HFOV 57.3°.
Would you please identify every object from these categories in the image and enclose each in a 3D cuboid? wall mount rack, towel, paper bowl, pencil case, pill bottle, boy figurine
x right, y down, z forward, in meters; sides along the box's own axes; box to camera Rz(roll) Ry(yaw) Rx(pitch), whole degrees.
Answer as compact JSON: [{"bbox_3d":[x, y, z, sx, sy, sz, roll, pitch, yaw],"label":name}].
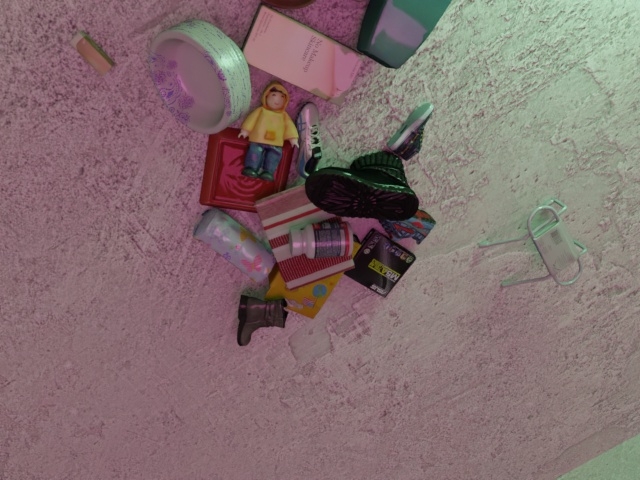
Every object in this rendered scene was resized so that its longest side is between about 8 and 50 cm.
[{"bbox_3d":[0.739,0.031,2.016,0.304,0.130,0.350,-35,116,4],"label":"wall mount rack"},{"bbox_3d":[-0.043,-0.017,1.814,0.237,0.037,0.329,-19,118,-2],"label":"towel"},{"bbox_3d":[-0.302,-0.437,1.546,0.148,0.284,0.284,-44,125,-37],"label":"paper bowl"},{"bbox_3d":[-0.268,0.019,1.837,0.273,0.113,0.124,38,113,-23],"label":"pencil case"},{"bbox_3d":[0.000,0.000,1.750,0.180,0.108,0.108,-4,116,-11],"label":"pill bottle"},{"bbox_3d":[-0.141,-0.313,1.680,0.177,0.092,0.285,15,97,-12],"label":"boy figurine"}]

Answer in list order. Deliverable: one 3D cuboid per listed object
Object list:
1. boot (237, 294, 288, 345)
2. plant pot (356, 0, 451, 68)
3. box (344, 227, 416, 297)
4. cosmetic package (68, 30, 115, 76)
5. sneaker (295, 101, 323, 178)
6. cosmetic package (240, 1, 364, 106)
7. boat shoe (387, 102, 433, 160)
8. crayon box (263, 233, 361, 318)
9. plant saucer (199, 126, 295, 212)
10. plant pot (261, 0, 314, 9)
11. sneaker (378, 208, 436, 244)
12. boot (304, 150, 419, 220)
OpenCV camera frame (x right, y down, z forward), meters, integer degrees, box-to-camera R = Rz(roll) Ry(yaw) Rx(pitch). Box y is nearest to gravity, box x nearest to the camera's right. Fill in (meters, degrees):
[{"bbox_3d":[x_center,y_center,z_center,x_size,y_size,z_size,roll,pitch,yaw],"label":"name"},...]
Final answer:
[{"bbox_3d":[-0.192,0.278,1.946,0.161,0.083,0.246,7,135,-3],"label":"boot"},{"bbox_3d":[0.208,-0.595,1.580,0.165,0.165,0.234,25,102,-20],"label":"plant pot"},{"bbox_3d":[0.197,0.078,1.984,0.191,0.045,0.184,32,104,-21],"label":"box"},{"bbox_3d":[-0.607,-0.498,1.559,0.041,0.060,0.115,-39,117,9],"label":"cosmetic package"},{"bbox_3d":[-0.026,-0.292,1.735,0.085,0.086,0.237,-25,130,-39],"label":"sneaker"},{"bbox_3d":[-0.054,-0.512,1.620,0.309,0.113,0.160,20,110,-17],"label":"cosmetic package"},{"bbox_3d":[0.295,-0.332,1.797,0.083,0.065,0.183,34,111,-25],"label":"boat shoe"},{"bbox_3d":[-0.035,0.086,1.927,0.202,0.081,0.318,26,108,-20],"label":"crayon box"},{"bbox_3d":[-0.223,-0.200,1.777,0.258,0.047,0.259,8,114,-13],"label":"plant saucer"},{"bbox_3d":[-0.097,-0.715,1.487,0.237,0.237,0.109,22,69,-19],"label":"plant pot"},{"bbox_3d":[0.243,-0.052,1.897,0.262,0.104,0.125,17,113,-17],"label":"sneaker"},{"bbox_3d":[0.108,-0.180,1.725,0.348,0.260,0.131,12,124,-18],"label":"boot"}]
